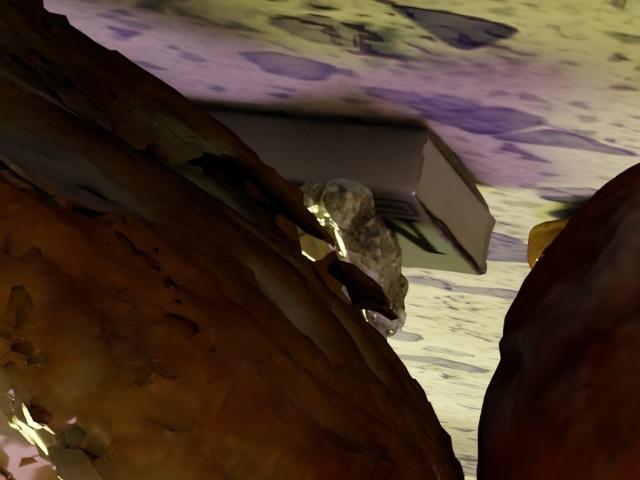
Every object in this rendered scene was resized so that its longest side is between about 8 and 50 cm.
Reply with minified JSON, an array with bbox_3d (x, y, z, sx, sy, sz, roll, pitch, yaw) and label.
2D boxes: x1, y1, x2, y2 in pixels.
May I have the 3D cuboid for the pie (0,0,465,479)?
[{"bbox_3d":[-0.066,0.004,0.478,0.308,0.085,0.308,36,-171,-6],"label":"pie"}]

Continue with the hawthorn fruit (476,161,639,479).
[{"bbox_3d":[0.156,0.095,0.535,0.241,0.242,0.272,10,135,4],"label":"hawthorn fruit"}]

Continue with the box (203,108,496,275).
[{"bbox_3d":[-0.027,-0.023,0.751,0.177,0.036,0.115,7,167,19],"label":"box"}]

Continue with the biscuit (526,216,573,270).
[{"bbox_3d":[0.155,0.015,0.811,0.124,0.026,0.175,9,170,16],"label":"biscuit"}]

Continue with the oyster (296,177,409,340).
[{"bbox_3d":[-0.001,0.000,0.701,0.100,0.037,0.098,25,160,46],"label":"oyster"}]
